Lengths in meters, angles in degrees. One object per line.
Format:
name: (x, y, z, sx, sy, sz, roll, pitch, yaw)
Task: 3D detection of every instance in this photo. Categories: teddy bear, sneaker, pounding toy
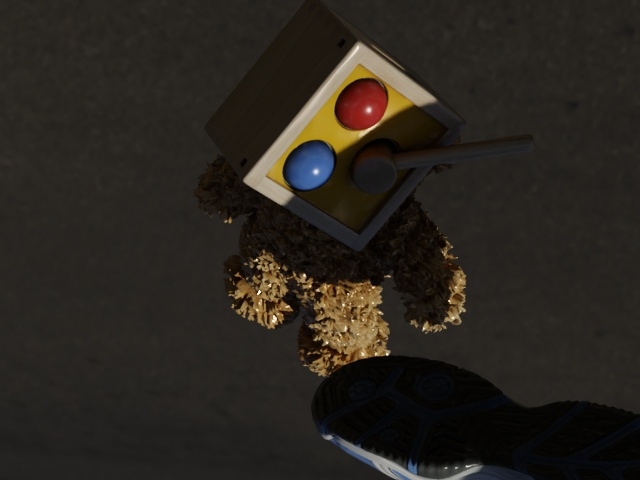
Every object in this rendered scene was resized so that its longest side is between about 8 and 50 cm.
teddy bear: (0.000, 0.000, 1.252, 0.245, 0.113, 0.338, 52, 147, 4)
sneaker: (0.092, 0.128, 0.876, 0.211, 0.080, 0.081, 16, 140, 18)
pounding toy: (0.032, -0.066, 0.968, 0.141, 0.130, 0.100, 31, -166, -39)
